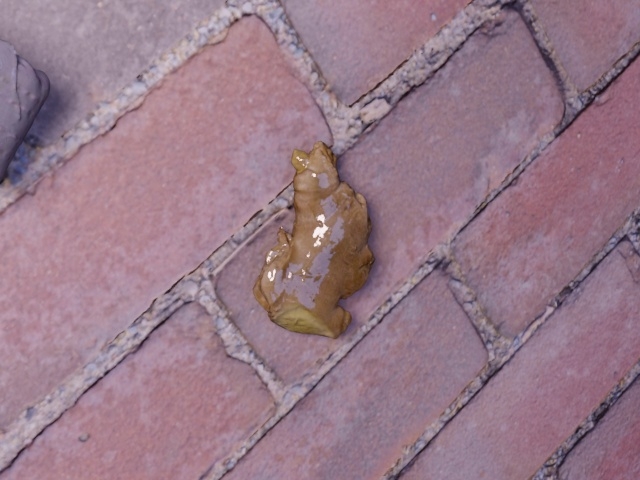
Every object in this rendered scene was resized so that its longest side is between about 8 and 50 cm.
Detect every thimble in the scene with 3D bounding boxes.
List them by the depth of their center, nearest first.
[{"bbox_3d":[-0.325,-0.130,0.927,0.151,0.127,0.118,33,82,-34],"label":"thimble"}]

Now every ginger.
[{"bbox_3d":[0.004,0.002,1.197,0.137,0.074,0.213,15,87,-33],"label":"ginger"}]
